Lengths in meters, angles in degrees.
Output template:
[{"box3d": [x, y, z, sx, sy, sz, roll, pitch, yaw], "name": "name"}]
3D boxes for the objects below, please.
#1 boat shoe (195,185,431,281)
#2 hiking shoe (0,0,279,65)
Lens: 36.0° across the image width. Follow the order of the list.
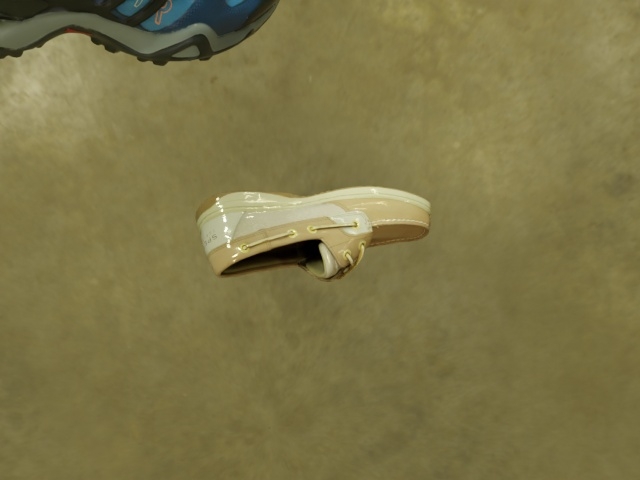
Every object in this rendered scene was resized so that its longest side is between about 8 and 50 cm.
[{"box3d": [0.000, 0.000, 0.540, 0.135, 0.050, 0.045, -3, 66, -17], "name": "boat shoe"}, {"box3d": [-0.120, -0.191, 0.633, 0.304, 0.132, 0.113, -18, 66, -45], "name": "hiking shoe"}]
